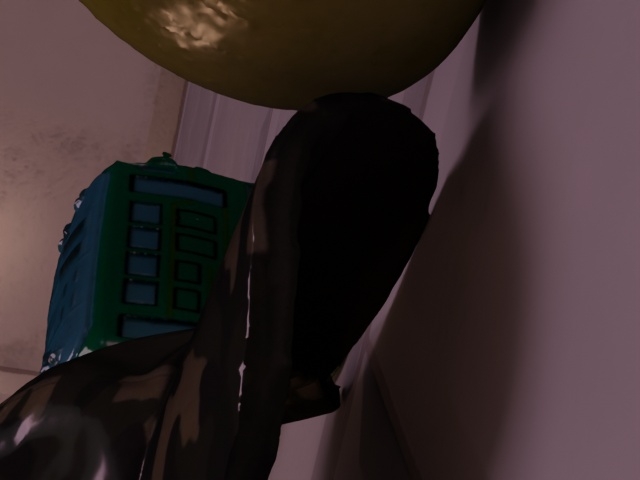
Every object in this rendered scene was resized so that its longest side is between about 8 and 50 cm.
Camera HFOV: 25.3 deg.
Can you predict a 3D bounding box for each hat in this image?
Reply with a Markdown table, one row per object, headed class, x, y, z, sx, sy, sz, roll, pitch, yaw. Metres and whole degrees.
| class | x | y | z | sx | sy | sz | roll | pitch | yaw |
| --- | --- | --- | --- | --- | --- | --- | --- | --- | --- |
| hat | -0.098 | 0.087 | 0.768 | 0.366 | 0.257 | 0.381 | -57 | -25 | -55 |

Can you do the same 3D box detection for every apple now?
| class | x | y | z | sx | sy | sz | roll | pitch | yaw |
| --- | --- | --- | --- | --- | --- | --- | --- | --- | --- |
| apple | -0.023 | -0.214 | 0.751 | 0.292 | 0.254 | 0.292 | -166 | 90 | -77 |

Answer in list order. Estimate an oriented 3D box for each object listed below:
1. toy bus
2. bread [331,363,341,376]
| class | x | y | z | sx | sy | sz | roll | pitch | yaw |
| --- | --- | --- | --- | --- | --- | --- | --- | --- | --- |
| toy bus | -0.147 | 0.074 | 1.300 | 0.343 | 0.199 | 0.183 | -95 | 27 | -54 |
| bread | 0.000 | 0.000 | 1.035 | 0.228 | 0.034 | 0.228 | -172 | 90 | -79 |
